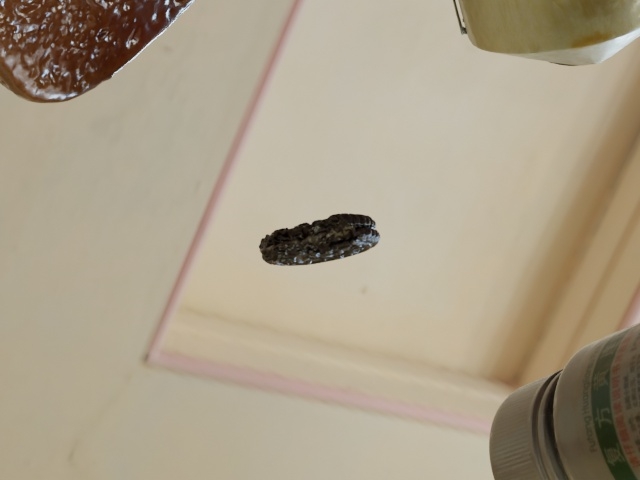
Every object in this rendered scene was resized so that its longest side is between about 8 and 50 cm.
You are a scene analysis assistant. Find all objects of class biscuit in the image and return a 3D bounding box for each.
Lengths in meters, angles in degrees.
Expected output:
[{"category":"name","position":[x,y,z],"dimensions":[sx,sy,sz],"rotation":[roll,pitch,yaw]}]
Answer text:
[{"category":"biscuit","position":[-0.170,-0.240,1.045],"dimensions":[0.052,0.262,0.277],"rotation":[34,167,28]},{"category":"biscuit","position":[0.000,0.000,1.075],"dimensions":[0.087,0.027,0.089],"rotation":[-7,172,-16]}]

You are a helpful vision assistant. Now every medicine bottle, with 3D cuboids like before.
[{"category":"medicine bottle","position":[0.339,0.182,1.425],"dimensions":[0.208,0.339,0.208],"rotation":[17,-119,-32]}]

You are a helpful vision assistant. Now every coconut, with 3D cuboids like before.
[{"category":"coconut","position":[0.289,-0.351,1.712],"dimensions":[0.323,0.323,0.323],"rotation":[22,-165,-6]}]
